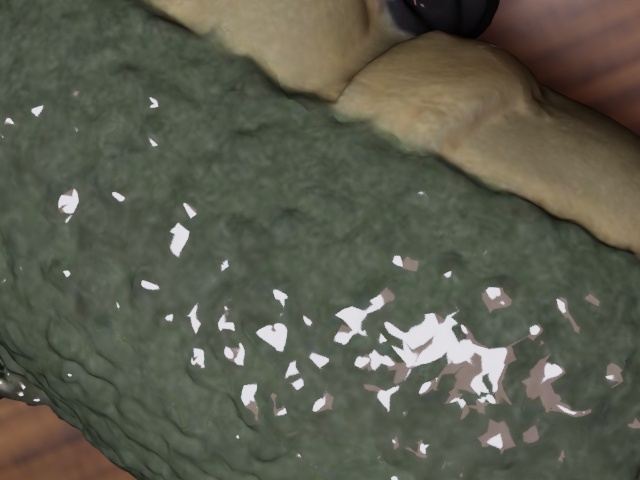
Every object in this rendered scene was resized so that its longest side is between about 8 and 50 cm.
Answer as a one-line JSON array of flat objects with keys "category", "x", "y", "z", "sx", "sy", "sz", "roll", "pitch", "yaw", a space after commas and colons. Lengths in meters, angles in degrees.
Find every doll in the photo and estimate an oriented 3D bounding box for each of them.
[{"category": "doll", "x": 0.000, "y": 0.000, "z": 0.699, "sx": 0.349, "sy": 0.247, "sz": 0.247, "roll": 26, "pitch": 103, "yaw": 7}]
